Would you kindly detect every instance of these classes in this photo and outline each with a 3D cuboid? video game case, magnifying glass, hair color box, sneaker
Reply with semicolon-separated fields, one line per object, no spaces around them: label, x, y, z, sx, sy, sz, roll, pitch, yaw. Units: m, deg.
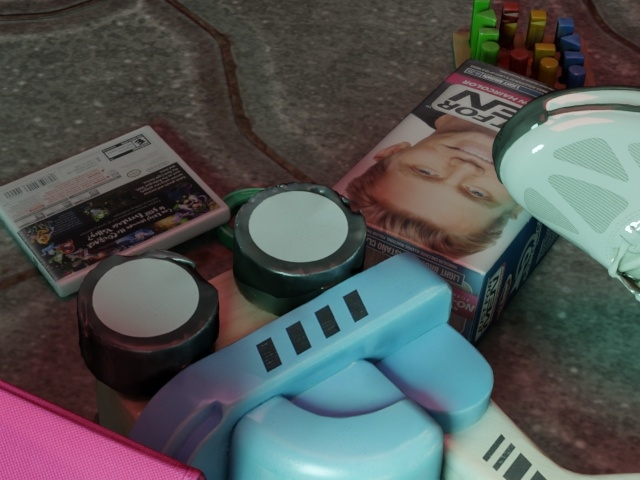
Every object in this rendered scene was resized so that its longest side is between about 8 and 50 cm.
video game case;-0.214;-0.034;1.448;0.190;0.022;0.173;-25;46;-22
magnifying glass;0.000;0.000;1.433;0.231;0.026;0.092;20;43;18
hair color box;0.143;-0.045;1.404;0.174;0.105;0.347;23;39;18
sneaker;0.353;0.040;1.223;0.447;0.169;0.257;22;42;-14

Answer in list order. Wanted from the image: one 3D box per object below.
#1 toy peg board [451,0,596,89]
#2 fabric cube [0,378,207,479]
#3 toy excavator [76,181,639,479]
toy peg board;0.240;-0.218;1.665;0.160;0.079;0.161;2;40;-1
fabric cube;-0.232;0.221;0.884;0.258;0.259;0.254;24;71;7
toy excavator;0.086;0.160;1.111;0.433;0.222;0.445;-27;54;-28
